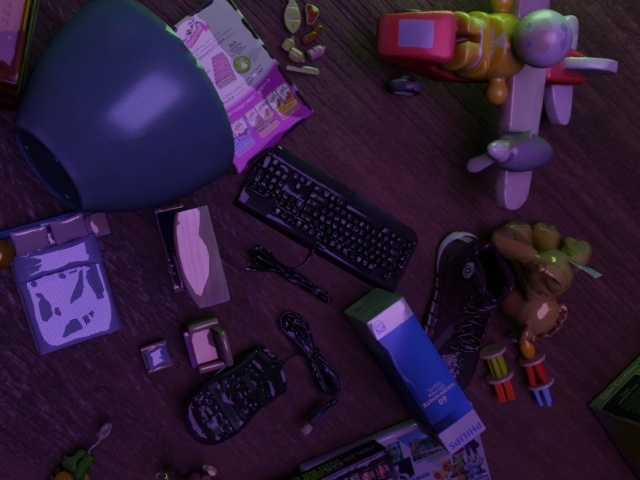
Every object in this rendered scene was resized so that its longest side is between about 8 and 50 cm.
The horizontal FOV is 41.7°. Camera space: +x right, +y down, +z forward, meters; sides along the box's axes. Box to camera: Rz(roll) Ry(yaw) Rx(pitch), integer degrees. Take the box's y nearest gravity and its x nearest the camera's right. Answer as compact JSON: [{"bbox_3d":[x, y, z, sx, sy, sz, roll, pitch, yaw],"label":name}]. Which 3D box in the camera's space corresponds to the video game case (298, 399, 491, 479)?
[{"bbox_3d":[0.152,0.470,1.465,0.329,0.036,0.300,-18,99,-16],"label":"video game case"}]

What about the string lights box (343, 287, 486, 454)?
[{"bbox_3d":[0.149,0.209,1.362,0.077,0.133,0.259,-35,101,-10],"label":"string lights box"}]

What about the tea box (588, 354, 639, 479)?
[{"bbox_3d":[0.734,0.300,1.502,0.329,0.323,0.220,-39,104,-12],"label":"tea box"}]

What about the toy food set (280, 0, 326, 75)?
[{"bbox_3d":[-0.027,-0.329,1.359,0.078,0.019,0.122,7,84,-20],"label":"toy food set"}]

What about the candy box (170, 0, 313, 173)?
[{"bbox_3d":[-0.145,-0.240,1.294,0.159,0.071,0.233,-40,106,-12],"label":"candy box"}]

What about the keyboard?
[{"bbox_3d":[0.000,0.000,1.383,0.317,0.033,0.201,30,84,-18],"label":"keyboard"}]

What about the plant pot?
[{"bbox_3d":[-0.286,-0.149,1.116,0.195,0.290,0.290,-42,106,-26],"label":"plant pot"}]

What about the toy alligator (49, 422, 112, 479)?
[{"bbox_3d":[-0.379,0.350,1.267,0.051,0.056,0.189,25,84,22],"label":"toy alligator"}]

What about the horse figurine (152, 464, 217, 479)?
[{"bbox_3d":[-0.151,0.424,1.307,0.263,0.174,0.066,42,60,-9],"label":"horse figurine"}]

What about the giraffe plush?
[{"bbox_3d":[0.378,0.083,1.454,0.181,0.210,0.170,-1,118,-24],"label":"giraffe plush"}]

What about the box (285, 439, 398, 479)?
[{"bbox_3d":[0.046,0.496,1.379,0.216,0.060,0.270,-20,99,-17],"label":"box"}]

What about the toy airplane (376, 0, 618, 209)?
[{"bbox_3d":[0.323,-0.299,1.347,0.384,0.272,0.386,-42,105,-12],"label":"toy airplane"}]

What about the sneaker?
[{"bbox_3d":[0.251,0.127,1.408,0.106,0.162,0.281,1,93,-19],"label":"sneaker"}]

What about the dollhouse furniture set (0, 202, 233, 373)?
[{"bbox_3d":[-0.299,0.095,1.197,0.303,0.198,0.286,-15,98,-17],"label":"dollhouse furniture set"}]

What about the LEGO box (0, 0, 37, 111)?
[{"bbox_3d":[-0.423,-0.435,1.027,0.193,0.372,0.500,10,91,-20],"label":"LEGO box"}]

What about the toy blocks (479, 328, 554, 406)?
[{"bbox_3d":[0.358,0.247,1.511,0.123,0.054,0.148,-25,101,-17],"label":"toy blocks"}]

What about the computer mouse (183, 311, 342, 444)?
[{"bbox_3d":[-0.090,0.256,1.357,0.262,0.060,0.184,-40,101,-24],"label":"computer mouse"}]
